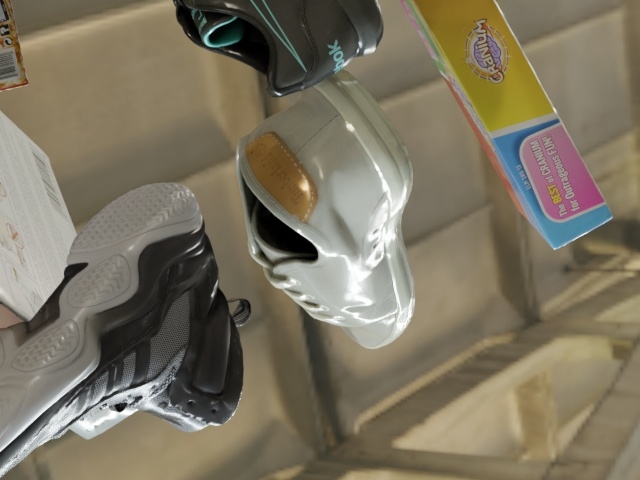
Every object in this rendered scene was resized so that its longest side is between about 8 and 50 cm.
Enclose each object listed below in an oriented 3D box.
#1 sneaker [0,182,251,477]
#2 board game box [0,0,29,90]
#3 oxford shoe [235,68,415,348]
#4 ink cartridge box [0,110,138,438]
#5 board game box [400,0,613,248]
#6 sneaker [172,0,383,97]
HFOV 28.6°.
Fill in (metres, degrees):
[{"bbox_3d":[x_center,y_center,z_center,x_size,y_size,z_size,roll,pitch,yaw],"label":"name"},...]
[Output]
[{"bbox_3d":[-0.141,0.097,0.833,0.268,0.101,0.153,-53,-55,-28],"label":"sneaker"},{"bbox_3d":[-0.355,-0.180,1.046,0.194,0.045,0.146,-18,-64,-26],"label":"board game box"},{"bbox_3d":[0.000,0.000,1.147,0.130,0.169,0.449,-37,-20,-11],"label":"oxford shoe"},{"bbox_3d":[-0.247,-0.010,0.937,0.275,0.060,0.239,63,-174,32],"label":"ink cartridge box"},{"bbox_3d":[0.164,-0.160,1.237,0.316,0.064,0.242,59,-174,-8],"label":"board game box"},{"bbox_3d":[-0.078,-0.212,0.934,0.106,0.267,0.101,-43,-18,-16],"label":"sneaker"}]
